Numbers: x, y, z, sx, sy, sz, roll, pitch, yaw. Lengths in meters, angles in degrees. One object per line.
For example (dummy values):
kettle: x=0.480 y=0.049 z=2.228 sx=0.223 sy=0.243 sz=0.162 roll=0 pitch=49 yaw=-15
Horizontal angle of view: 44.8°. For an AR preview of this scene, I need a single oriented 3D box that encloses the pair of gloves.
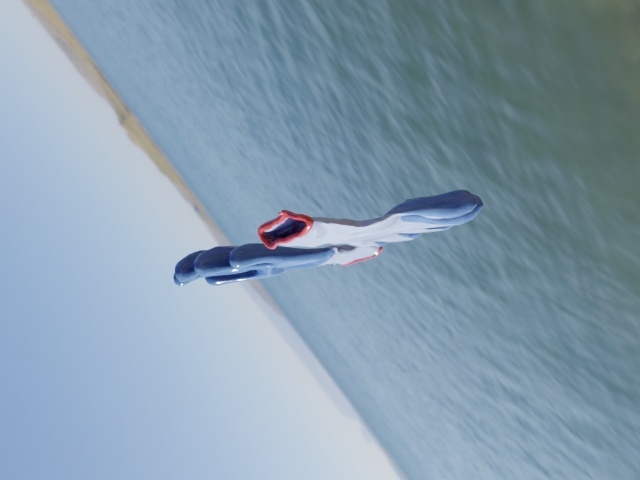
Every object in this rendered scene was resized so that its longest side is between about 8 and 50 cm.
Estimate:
pair of gloves: x=0.000 y=0.000 z=0.503 sx=0.198 sy=0.159 sz=0.023 roll=-20 pitch=78 yaw=50
